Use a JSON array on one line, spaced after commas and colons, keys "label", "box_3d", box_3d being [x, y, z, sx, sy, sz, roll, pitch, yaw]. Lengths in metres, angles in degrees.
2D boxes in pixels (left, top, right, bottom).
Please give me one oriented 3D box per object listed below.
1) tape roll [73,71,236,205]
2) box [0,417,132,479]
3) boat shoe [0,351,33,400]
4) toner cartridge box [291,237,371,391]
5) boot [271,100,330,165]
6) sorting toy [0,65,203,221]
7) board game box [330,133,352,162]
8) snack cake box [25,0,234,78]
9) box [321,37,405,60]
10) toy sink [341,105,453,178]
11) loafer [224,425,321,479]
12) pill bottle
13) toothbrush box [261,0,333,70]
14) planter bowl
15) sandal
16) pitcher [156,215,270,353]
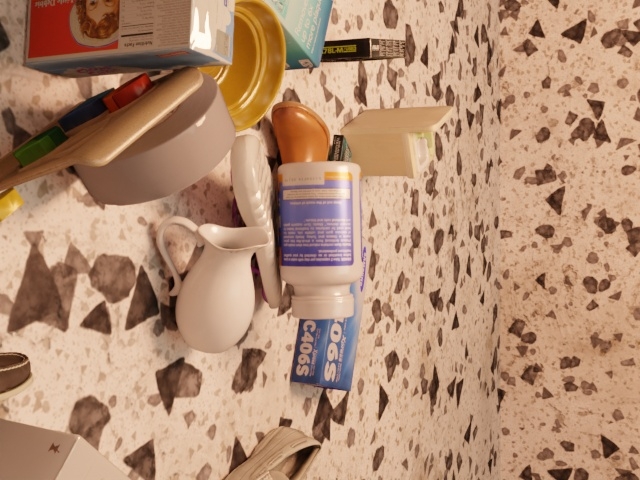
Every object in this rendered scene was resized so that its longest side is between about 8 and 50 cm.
[{"label": "tape roll", "box_3d": [-0.227, -0.141, 1.014, 0.219, 0.219, 0.072, -61, 142, -40]}, {"label": "box", "box_3d": [-0.320, 0.402, 0.940, 0.215, 0.168, 0.345, -66, 146, -34]}, {"label": "boat shoe", "box_3d": [-0.414, 0.147, 0.830, 0.227, 0.081, 0.069, -5, 101, -60]}, {"label": "toner cartridge box", "box_3d": [0.029, 0.152, 1.681, 0.165, 0.075, 0.348, 31, 65, -60]}, {"label": "boot", "box_3d": [-0.048, -0.109, 1.475, 0.283, 0.109, 0.220, 78, 20, -53]}, {"label": "sorting toy", "box_3d": [-0.299, -0.110, 0.867, 0.307, 0.229, 0.041, -53, 125, -41]}, {"label": "board game box", "box_3d": [0.038, -0.129, 1.693, 0.126, 0.026, 0.186, 51, 46, -74]}, {"label": "snack cake box", "box_3d": [-0.237, -0.290, 0.933, 0.089, 0.264, 0.152, 1, 91, -63]}, {"label": "box", "box_3d": [0.060, -0.396, 1.576, 0.190, 0.184, 0.045, -23, 111, -59]}, {"label": "toy sink", "box_3d": [0.191, -0.231, 1.787, 0.153, 0.234, 0.131, -47, 132, -52]}, {"label": "loafer", "box_3d": [-0.104, 0.464, 1.414, 0.319, 0.111, 0.112, -46, 132, -52]}, {"label": "pill bottle", "box_3d": [0.000, 0.000, 1.347, 0.152, 0.152, 0.272, -1, 91, -62]}, {"label": "toothbrush box", "box_3d": [-0.097, -0.469, 1.336, 0.295, 0.126, 0.217, 38, 59, -56]}, {"label": "planter bowl", "box_3d": [-0.158, -0.296, 1.249, 0.217, 0.090, 0.217, -33, 134, -43]}, {"label": "sandal", "box_3d": [-0.130, -0.031, 1.338, 0.416, 0.102, 0.169, 84, 5, -51]}, {"label": "pitcher", "box_3d": [-0.188, 0.067, 1.216, 0.125, 0.177, 0.207, -75, -179, -66]}]
